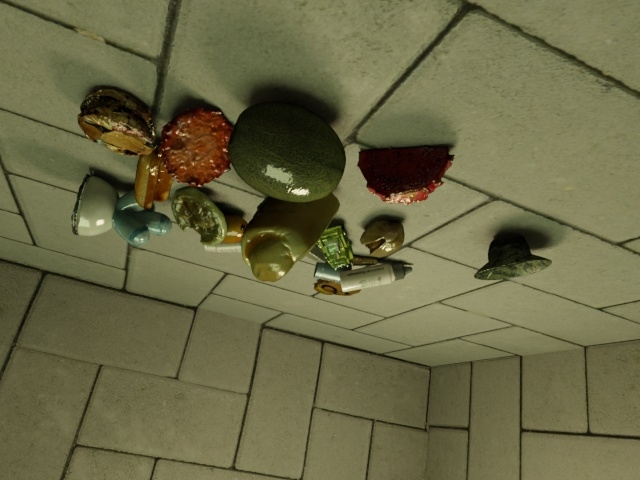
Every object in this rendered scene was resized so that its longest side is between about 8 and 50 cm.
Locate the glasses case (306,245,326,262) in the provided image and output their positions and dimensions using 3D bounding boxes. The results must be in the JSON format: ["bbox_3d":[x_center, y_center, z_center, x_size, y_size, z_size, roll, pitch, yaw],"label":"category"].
[{"bbox_3d":[-0.061,0.028,2.015,0.205,0.047,0.071,34,159,-35],"label":"glasses case"}]

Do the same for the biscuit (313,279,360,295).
[{"bbox_3d":[0.089,0.245,2.490,0.208,0.041,0.290,26,153,-35],"label":"biscuit"}]

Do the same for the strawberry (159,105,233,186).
[{"bbox_3d":[-0.358,-0.274,1.357,0.178,0.234,0.234,31,176,42],"label":"strawberry"}]

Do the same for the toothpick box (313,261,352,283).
[{"bbox_3d":[0.054,0.136,2.174,0.153,0.101,0.101,14,157,-5],"label":"toothpick box"}]

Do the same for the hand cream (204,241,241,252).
[{"bbox_3d":[-0.349,0.019,2.144,0.312,0.070,0.111,2,155,-1],"label":"hand cream"}]

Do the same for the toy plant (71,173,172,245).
[{"bbox_3d":[-0.724,-0.095,1.820,0.332,0.247,0.247,13,157,-17],"label":"toy plant"}]

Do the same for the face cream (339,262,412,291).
[{"bbox_3d":[0.239,0.151,2.082,0.311,0.092,0.092,-10,155,2],"label":"face cream"}]

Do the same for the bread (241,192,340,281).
[{"bbox_3d":[-0.134,-0.030,1.589,0.210,0.341,0.300,42,151,-13],"label":"bread"}]

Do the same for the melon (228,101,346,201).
[{"bbox_3d":[-0.078,-0.220,1.232,0.302,0.237,0.237,19,156,-20],"label":"melon"}]

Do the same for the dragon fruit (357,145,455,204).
[{"bbox_3d":[0.240,-0.177,1.338,0.262,0.163,0.189,-1,-178,24],"label":"dragon fruit"}]

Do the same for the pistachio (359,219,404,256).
[{"bbox_3d":[0.224,-0.008,1.760,0.129,0.131,0.206,59,155,1],"label":"pistachio"}]

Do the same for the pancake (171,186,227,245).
[{"bbox_3d":[-0.454,-0.088,1.810,0.254,0.037,0.253,17,132,20],"label":"pancake"}]

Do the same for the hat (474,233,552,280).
[{"bbox_3d":[0.656,0.050,1.688,0.266,0.128,0.265,-4,163,-1],"label":"hat"}]

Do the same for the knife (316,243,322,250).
[{"bbox_3d":[0.000,-0.001,1.977,0.046,0.022,0.256,13,161,6],"label":"knife"}]

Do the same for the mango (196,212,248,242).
[{"bbox_3d":[-0.391,-0.050,1.913,0.253,0.113,0.138,6,171,22],"label":"mango"}]

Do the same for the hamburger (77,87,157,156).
[{"bbox_3d":[-0.565,-0.322,1.368,0.231,0.106,0.231,7,161,3],"label":"hamburger"}]

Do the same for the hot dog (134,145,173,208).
[{"bbox_3d":[-0.549,-0.208,1.595,0.100,0.135,0.337,50,148,3],"label":"hot dog"}]

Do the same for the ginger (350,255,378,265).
[{"bbox_3d":[0.178,0.091,2.092,0.137,0.044,0.057,5,129,8],"label":"ginger"}]

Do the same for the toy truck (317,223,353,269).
[{"bbox_3d":[0.056,0.045,1.880,0.128,0.135,0.259,-15,158,6],"label":"toy truck"}]
